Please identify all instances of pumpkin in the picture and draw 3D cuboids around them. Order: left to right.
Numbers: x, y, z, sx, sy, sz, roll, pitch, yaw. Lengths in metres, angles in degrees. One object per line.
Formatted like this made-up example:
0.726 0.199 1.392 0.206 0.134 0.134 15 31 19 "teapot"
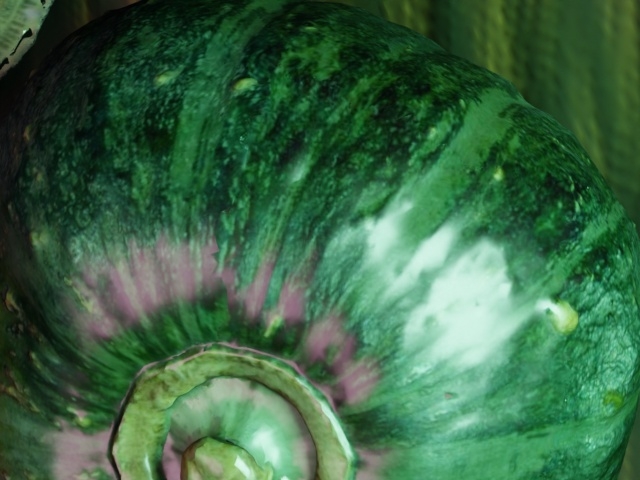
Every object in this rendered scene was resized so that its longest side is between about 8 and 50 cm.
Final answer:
0.000 0.000 0.798 0.293 0.263 0.197 21 113 20 "pumpkin"

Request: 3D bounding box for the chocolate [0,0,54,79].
-0.250 -0.120 1.044 0.221 0.221 0.147 53 154 12 "chocolate"
